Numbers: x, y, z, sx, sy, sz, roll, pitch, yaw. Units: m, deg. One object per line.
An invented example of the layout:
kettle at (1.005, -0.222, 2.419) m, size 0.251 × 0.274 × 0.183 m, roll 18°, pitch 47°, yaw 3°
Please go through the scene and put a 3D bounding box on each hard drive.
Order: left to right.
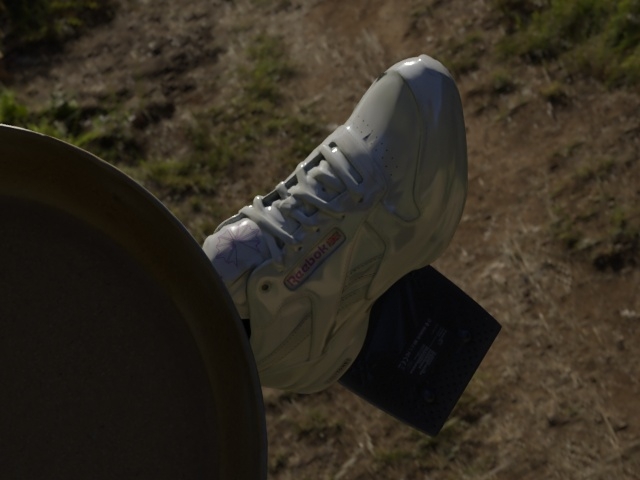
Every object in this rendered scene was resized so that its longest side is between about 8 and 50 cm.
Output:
hard drive at (0.064, 0.092, 1.266) m, size 0.172 × 0.255 × 0.054 m, roll -57°, pitch 11°, yaw -12°

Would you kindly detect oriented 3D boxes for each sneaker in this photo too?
sneaker at (0.000, 0.000, 0.813) m, size 0.114 × 0.152 × 0.305 m, roll 53°, pitch 124°, yaw 40°

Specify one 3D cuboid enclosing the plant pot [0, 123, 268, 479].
plant pot at (-0.132, 0.076, 0.375) m, size 0.237 × 0.032 × 0.236 m, roll -1°, pitch 77°, yaw 6°
